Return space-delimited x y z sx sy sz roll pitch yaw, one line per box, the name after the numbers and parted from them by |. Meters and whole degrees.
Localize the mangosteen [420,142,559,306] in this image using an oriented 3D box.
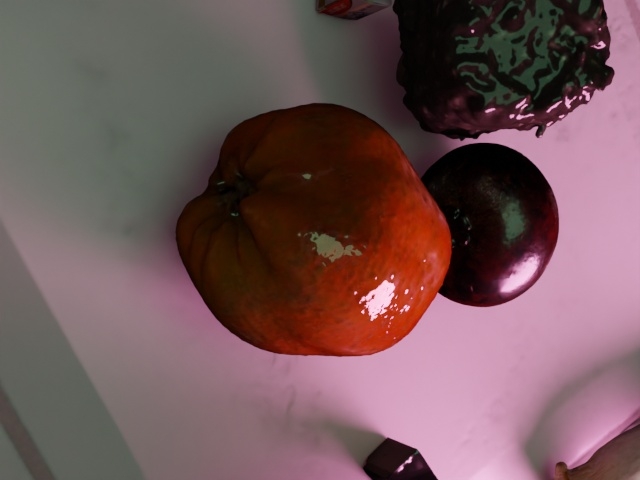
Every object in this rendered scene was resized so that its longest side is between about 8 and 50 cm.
0.136 -0.014 0.721 0.140 0.140 0.140 0 90 -27 | mangosteen

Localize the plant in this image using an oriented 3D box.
0.124 -0.138 0.672 0.131 0.203 0.142 -11 103 -12 | plant

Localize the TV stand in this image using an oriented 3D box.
0.124 0.273 0.748 0.040 0.049 0.256 -39 107 -20 | TV stand

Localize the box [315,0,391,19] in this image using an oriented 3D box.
0.033 -0.286 0.698 0.039 0.055 0.218 5 89 -28 | box

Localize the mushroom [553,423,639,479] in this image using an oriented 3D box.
0.333 0.196 0.833 0.278 0.096 0.099 -13 66 -27 | mushroom

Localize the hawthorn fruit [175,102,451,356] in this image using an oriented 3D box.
0.000 0.000 0.619 0.189 0.189 0.189 0 90 -27 | hawthorn fruit
